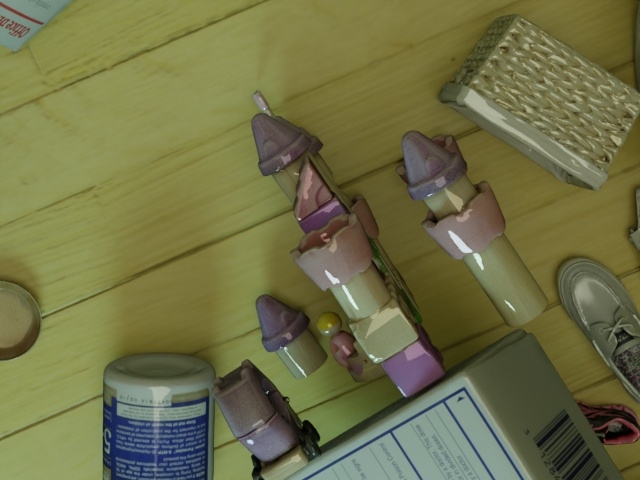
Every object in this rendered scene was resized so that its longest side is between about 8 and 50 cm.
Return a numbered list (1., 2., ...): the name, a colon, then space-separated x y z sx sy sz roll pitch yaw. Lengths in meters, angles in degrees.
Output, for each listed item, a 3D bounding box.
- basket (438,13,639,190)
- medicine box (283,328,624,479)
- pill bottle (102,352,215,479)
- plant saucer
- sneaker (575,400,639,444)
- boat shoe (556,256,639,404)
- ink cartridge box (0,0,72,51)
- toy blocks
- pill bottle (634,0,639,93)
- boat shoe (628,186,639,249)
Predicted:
1. basket: 0.215 -0.135 1.327 0.167 0.113 0.103 32 93 -8
2. medicine box: 0.122 0.270 1.251 0.289 0.149 0.263 -35 85 31
3. pill bottle: -0.161 0.214 1.365 0.112 0.112 0.186 1 100 -4
4. plant saucer: -0.321 0.080 1.379 0.083 0.015 0.083 -1 100 -3
5. sneaker: 0.274 0.192 1.416 0.119 0.057 0.047 0 102 -2
6. boat shoe: 0.303 0.099 1.397 0.066 0.063 0.184 -28 101 2
7. ink cartridge box: -0.257 -0.286 1.213 0.353 0.207 0.119 -40 88 5
8. toy blocks: 0.000 0.000 1.252 0.309 0.288 0.260 -34 104 6
9. pill bottle: 0.513 -0.178 1.280 0.392 0.224 0.224 -8 101 -2
10. boat shoe: 0.332 -0.007 1.399 0.035 0.035 0.100 4 106 23
